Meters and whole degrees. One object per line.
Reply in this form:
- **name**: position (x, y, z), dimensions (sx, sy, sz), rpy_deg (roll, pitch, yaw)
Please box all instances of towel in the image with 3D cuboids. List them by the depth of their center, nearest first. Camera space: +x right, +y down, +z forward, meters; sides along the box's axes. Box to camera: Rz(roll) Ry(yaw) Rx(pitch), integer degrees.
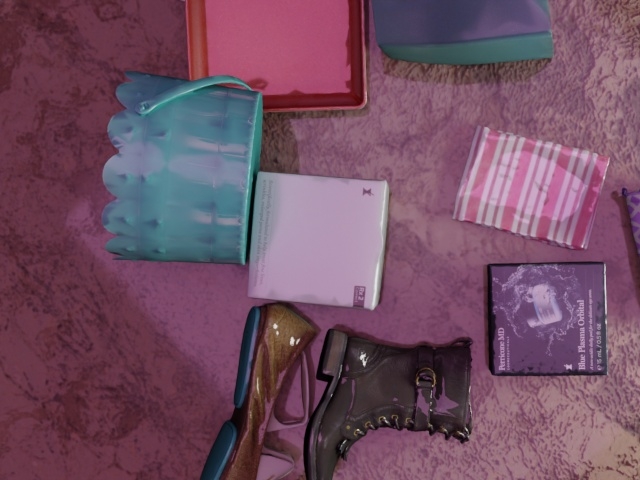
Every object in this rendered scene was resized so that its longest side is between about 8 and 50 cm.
- **towel**: position (0.299, -0.075, 1.462), dimensions (0.197, 0.029, 0.144), rpy_deg (14, 90, 6)

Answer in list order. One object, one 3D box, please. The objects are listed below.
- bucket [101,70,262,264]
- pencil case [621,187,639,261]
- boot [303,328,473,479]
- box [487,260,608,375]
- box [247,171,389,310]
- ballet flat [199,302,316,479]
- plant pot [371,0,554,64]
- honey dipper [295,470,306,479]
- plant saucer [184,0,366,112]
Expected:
- **bucket**: position (-0.179, -0.094, 1.392), dimensions (0.183, 0.281, 0.281), rpy_deg (6, 89, -2)
- **pencil case**: position (0.481, 0.018, 1.412), dimensions (0.086, 0.088, 0.206), rpy_deg (-13, 88, 8)
- **boot**: position (0.100, 0.250, 1.433), dimensions (0.229, 0.091, 0.263), rpy_deg (12, 83, -4)
- **box**: position (0.313, 0.108, 1.425), dimensions (0.158, 0.093, 0.156), rpy_deg (-2, 89, 7)
- **box**: position (0.000, 0.000, 1.446), dimensions (0.182, 0.119, 0.181), rpy_deg (5, 89, 6)
- **ballet flat**: position (-0.084, 0.262, 1.467), dimensions (0.124, 0.116, 0.342), rpy_deg (17, 87, -13)
- **plant pot**: position (0.194, -0.328, 1.417), dimensions (0.234, 0.165, 0.165), rpy_deg (-8, 88, 13)
- **honey dipper**: position (0.018, 0.313, 1.482), dimensions (0.030, 0.030, 0.160), rpy_deg (44, 92, 5)
- **plant saucer**: position (-0.064, -0.316, 1.480), dimensions (0.258, 0.048, 0.259), rpy_deg (-1, 99, 5)
